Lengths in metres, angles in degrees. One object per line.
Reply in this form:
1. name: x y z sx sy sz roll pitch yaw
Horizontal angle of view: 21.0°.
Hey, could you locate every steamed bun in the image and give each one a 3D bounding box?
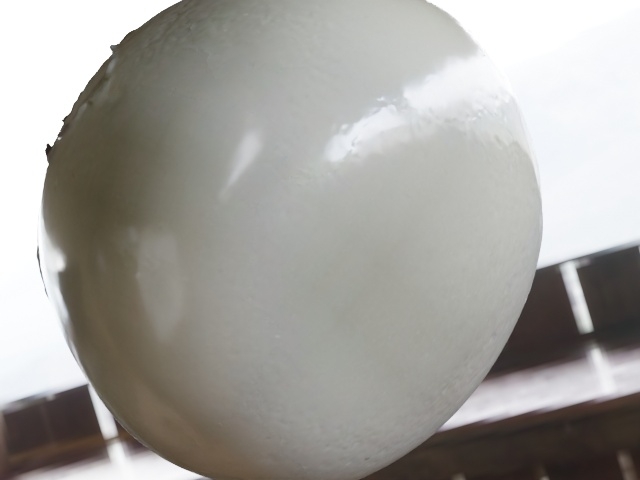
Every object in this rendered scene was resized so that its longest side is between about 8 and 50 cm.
1. steamed bun: 0.000 0.000 1.030 0.324 0.324 0.206 -18 30 -40
